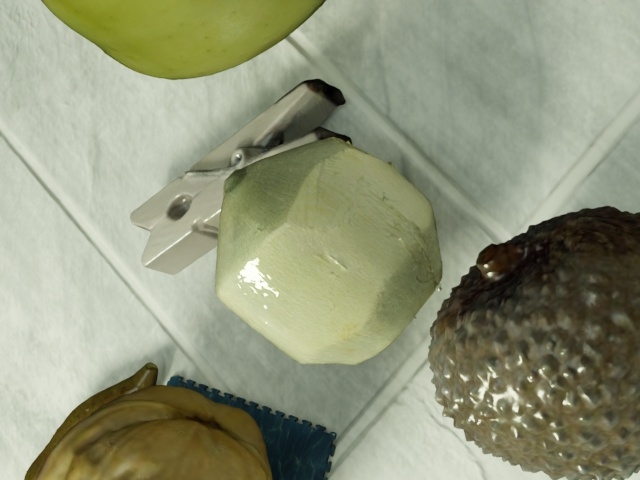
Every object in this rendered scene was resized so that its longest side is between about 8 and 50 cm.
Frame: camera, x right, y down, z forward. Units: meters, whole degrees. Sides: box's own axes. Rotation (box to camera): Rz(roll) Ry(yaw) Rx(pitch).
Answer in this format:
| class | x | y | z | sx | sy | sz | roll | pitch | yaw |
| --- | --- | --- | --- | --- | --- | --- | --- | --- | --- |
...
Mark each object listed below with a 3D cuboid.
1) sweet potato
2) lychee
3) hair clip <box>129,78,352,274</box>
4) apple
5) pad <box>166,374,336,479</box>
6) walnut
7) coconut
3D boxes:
| class | x | y | z | sx | sy | sz | roll | pitch | yaw |
| --- | --- | --- | --- | --- | --- | --- | --- | --- | --- |
| sweet potato | -0.298 | 0.250 | 1.757 | 0.243 | 0.077 | 0.077 | -46 | 66 | 5 |
| lychee | 0.257 | 0.109 | 1.337 | 0.300 | 0.300 | 0.300 | -2 | 85 | 30 |
| hair clip | -0.101 | -0.072 | 1.655 | 0.331 | 0.085 | 0.101 | -36 | 59 | 28 |
| apple | -0.147 | -0.425 | 1.510 | 0.474 | 0.474 | 0.473 | -2 | 85 | 30 |
| pad | -0.118 | 0.332 | 1.678 | 0.269 | 0.012 | 0.269 | 13 | 93 | 30 |
| walnut | -0.201 | 0.349 | 1.544 | 0.306 | 0.306 | 0.344 | 40 | 104 | 26 |
| coconut | 0.000 | 0.000 | 1.485 | 0.247 | 0.245 | 0.245 | 42 | 111 | -12 |
